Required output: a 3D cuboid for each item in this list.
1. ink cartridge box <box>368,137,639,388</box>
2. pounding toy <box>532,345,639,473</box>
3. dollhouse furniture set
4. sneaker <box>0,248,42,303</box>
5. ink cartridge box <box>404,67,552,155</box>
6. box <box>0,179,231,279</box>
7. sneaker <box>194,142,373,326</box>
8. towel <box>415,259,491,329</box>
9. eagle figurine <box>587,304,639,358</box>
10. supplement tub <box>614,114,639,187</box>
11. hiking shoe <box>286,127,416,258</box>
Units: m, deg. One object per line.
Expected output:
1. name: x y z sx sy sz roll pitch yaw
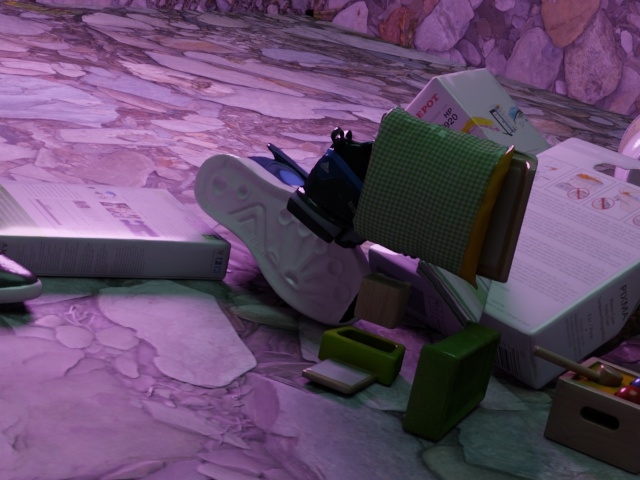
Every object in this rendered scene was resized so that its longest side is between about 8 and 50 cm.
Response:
1. ink cartridge box: 0.304 0.012 1.792 0.385 0.091 0.308 -28 35 -27
2. pounding toy: 0.307 0.172 1.498 0.141 0.100 0.130 20 18 27
3. dollhouse furniture set: 0.098 0.027 1.480 0.197 0.301 0.151 19 17 23
4. sneaker: -0.440 -0.028 1.566 0.295 0.147 0.104 19 16 20
5. ink cartridge box: 0.238 -0.126 2.156 0.233 0.171 0.168 52 33 14
6. box: -0.308 -0.016 1.783 0.322 0.058 0.232 4 18 -30
7. sneaker: -0.001 0.000 1.818 0.323 0.130 0.236 40 14 29
8. towel: 0.163 0.027 1.637 0.023 0.113 0.152 -24 23 30
9. eagle figurine: 0.478 0.074 1.809 0.298 0.226 0.225 5 37 -40
10. supplement tub: 0.652 -0.119 2.484 0.235 0.235 0.325 15 17 10
11. hiking shoe: 0.101 -0.058 1.670 0.304 0.132 0.113 1 36 -51
